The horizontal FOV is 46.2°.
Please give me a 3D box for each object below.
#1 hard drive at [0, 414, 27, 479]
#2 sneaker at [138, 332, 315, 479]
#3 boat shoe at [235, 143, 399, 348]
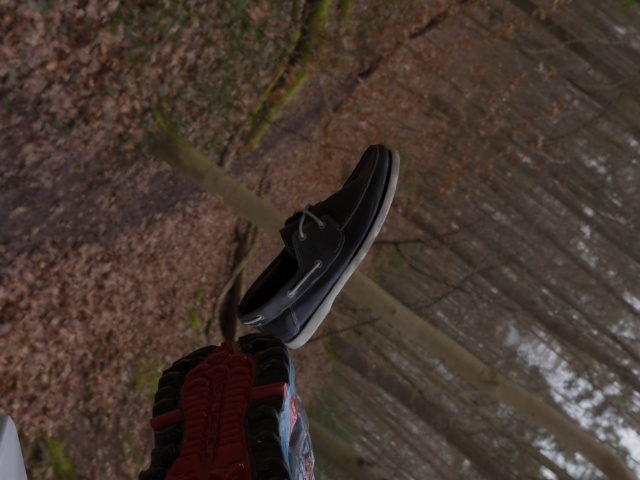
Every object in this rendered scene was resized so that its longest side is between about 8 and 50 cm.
[{"bbox_3d":[-0.284,0.324,0.613,0.307,0.040,0.203,-109,-162,-60],"label":"hard drive"},{"bbox_3d":[-0.036,0.156,0.377,0.104,0.125,0.262,-16,-158,12],"label":"sneaker"},{"bbox_3d":[0.000,0.000,0.755,0.233,0.079,0.084,-57,-161,11],"label":"boat shoe"}]
